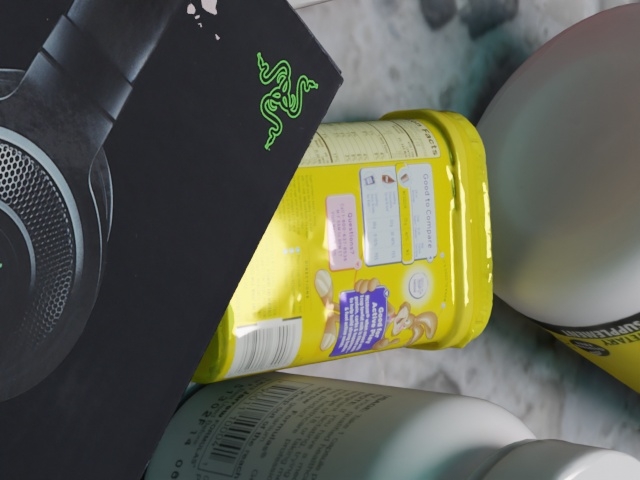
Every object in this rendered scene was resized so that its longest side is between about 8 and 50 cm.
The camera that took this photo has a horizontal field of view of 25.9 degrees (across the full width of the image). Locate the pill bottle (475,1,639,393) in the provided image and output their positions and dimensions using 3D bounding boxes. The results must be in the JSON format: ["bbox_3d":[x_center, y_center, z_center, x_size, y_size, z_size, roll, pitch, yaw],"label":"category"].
[{"bbox_3d":[0.250,0.020,0.829,0.334,0.188,0.188,32,70,-36],"label":"pill bottle"}]

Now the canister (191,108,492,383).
[{"bbox_3d":[0.000,0.000,0.688,0.169,0.073,0.126,-6,95,-39],"label":"canister"}]

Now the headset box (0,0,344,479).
[{"bbox_3d":[-0.142,-0.037,0.497,0.246,0.131,0.283,49,60,-45],"label":"headset box"}]

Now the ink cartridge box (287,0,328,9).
[{"bbox_3d":[0.018,-0.280,0.705,0.261,0.066,0.296,-22,105,-38],"label":"ink cartridge box"}]

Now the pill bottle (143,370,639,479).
[{"bbox_3d":[0.034,0.130,0.614,0.131,0.229,0.131,0,91,-41],"label":"pill bottle"}]
